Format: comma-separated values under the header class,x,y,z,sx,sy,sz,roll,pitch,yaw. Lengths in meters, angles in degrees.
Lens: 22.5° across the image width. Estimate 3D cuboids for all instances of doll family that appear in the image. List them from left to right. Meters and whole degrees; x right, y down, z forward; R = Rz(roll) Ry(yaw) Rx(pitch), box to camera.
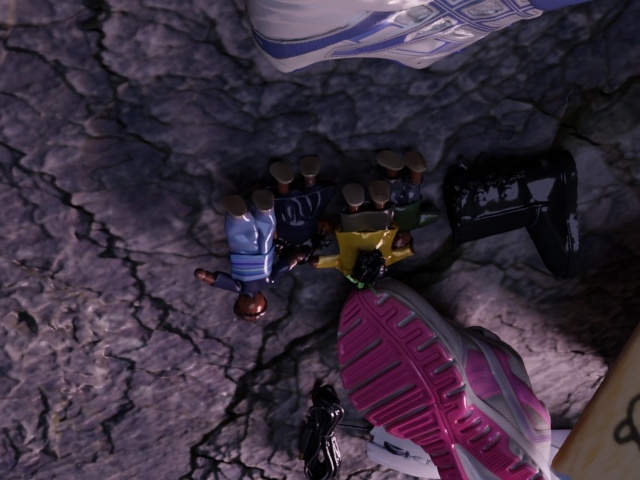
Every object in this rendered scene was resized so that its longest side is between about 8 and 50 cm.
class,x,y,z,sx,sy,sz,roll,pitch,yaw
doll family,0.000,0.000,1.212,0.193,0.076,0.111,-2,135,-6

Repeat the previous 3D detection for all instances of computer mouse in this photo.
class,x,y,z,sx,sy,sz,roll,pitch,yaw
computer mouse,0.078,0.176,1.392,0.193,0.042,0.106,5,128,-11

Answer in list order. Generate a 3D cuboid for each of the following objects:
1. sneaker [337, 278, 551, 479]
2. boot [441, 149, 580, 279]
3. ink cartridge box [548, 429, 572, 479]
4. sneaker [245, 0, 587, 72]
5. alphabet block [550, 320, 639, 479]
class,x,y,z,sx,sy,sz,roll,pitch,yaw
sneaker,0.104,0.115,1.319,0.103,0.111,0.252,-22,120,30
boot,0.149,-0.015,1.250,0.099,0.045,0.121,-12,125,-6
ink cartridge box,0.204,0.237,1.486,0.179,0.045,0.145,-1,130,-16
sneaker,0.092,-0.181,1.070,0.296,0.112,0.131,-5,149,-8
alphabet block,0.335,0.133,1.286,0.193,0.192,0.197,-34,154,-51
